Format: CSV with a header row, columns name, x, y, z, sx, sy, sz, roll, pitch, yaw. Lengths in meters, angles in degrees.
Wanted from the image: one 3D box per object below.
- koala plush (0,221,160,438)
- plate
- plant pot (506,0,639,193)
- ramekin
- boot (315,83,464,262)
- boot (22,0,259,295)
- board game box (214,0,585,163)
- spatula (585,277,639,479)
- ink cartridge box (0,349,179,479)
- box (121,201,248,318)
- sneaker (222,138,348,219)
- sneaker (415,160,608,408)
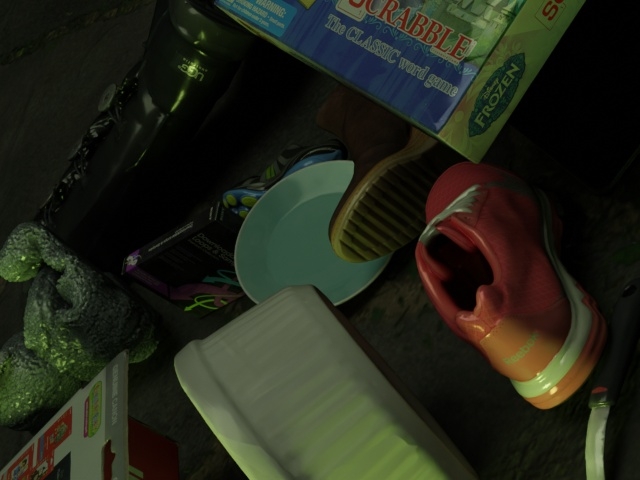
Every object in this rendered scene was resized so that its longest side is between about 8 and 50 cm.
name,x,y,z,sx,sy,sz,roll,pitch,yaw
koala plush,-0.309,0.131,1.886,0.221,0.196,0.203,-53,40,-3
plate,0.000,0.000,1.677,0.188,0.024,0.188,-13,53,18
plant pot,0.216,-0.184,1.456,0.187,0.188,0.167,-52,19,7
ramekin,0.014,0.155,1.326,0.127,0.273,0.273,-41,31,1
boot,0.056,-0.093,1.664,0.248,0.090,0.207,-50,33,-12
boot,-0.227,-0.157,2.095,0.445,0.146,0.367,-59,10,24
board game box,0.100,-0.267,1.375,0.318,0.066,0.318,34,92,43
spatula,0.217,0.152,1.253,0.084,0.030,0.296,-16,47,47
ink cartridge box,-0.215,0.299,1.522,0.272,0.130,0.309,-46,27,21
box,-0.122,0.024,1.785,0.162,0.116,0.029,-30,41,38
sneaker,-0.036,-0.061,1.813,0.188,0.067,0.078,-25,21,44
sneaker,0.136,0.003,1.371,0.116,0.136,0.314,-49,29,17
